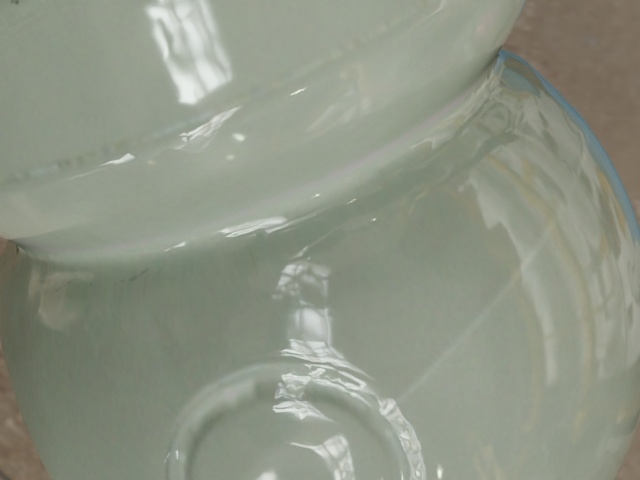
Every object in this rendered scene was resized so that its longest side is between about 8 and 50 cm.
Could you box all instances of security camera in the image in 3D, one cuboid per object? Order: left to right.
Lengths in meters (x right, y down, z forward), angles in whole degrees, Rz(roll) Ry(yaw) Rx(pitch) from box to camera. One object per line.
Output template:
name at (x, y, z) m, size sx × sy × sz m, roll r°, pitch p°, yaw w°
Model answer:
security camera at (0.000, 0.000, 0.551) m, size 0.194 × 0.194 × 0.236 m, roll -32°, pitch 113°, yaw -20°
